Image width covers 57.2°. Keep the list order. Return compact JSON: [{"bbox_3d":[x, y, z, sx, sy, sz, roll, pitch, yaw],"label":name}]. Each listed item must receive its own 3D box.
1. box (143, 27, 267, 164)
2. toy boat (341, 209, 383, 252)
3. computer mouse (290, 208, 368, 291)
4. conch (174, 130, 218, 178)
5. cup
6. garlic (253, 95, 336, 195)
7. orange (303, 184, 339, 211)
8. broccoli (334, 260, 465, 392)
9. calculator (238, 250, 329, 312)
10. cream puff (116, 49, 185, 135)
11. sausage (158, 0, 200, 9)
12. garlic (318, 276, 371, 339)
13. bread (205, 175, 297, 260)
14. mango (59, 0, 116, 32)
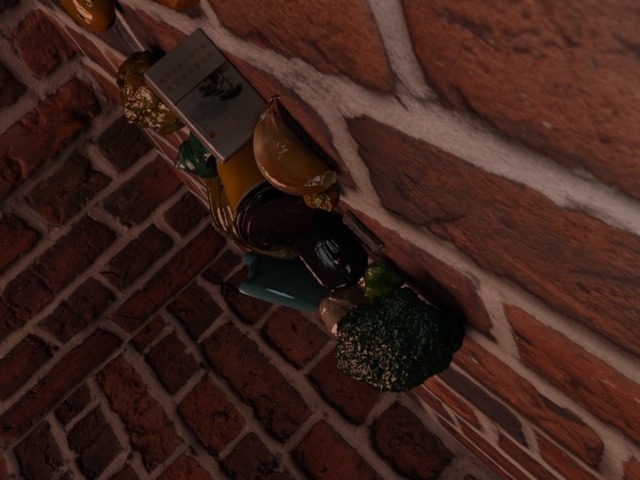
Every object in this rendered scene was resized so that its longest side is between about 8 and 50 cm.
[{"bbox_3d":[-0.224,-0.291,1.199,0.233,0.149,0.067,48,172,-7],"label":"box"},{"bbox_3d":[0.095,-0.019,1.333,0.115,0.016,0.063,45,169,7],"label":"toy boat"},{"bbox_3d":[0.000,0.000,1.419,0.269,0.137,0.086,49,176,17],"label":"computer mouse"},{"bbox_3d":[-0.312,-0.252,1.591,0.134,0.202,0.196,38,-157,0],"label":"conch"},{"bbox_3d":[-0.139,-0.120,1.372,0.279,0.196,0.196,58,179,39],"label":"cup"},{"bbox_3d":[-0.073,-0.169,1.174,0.206,0.115,0.128,51,175,-10],"label":"garlic"},{"bbox_3d":[-0.001,-0.098,1.258,0.086,0.086,0.062,45,132,7],"label":"orange"},{"bbox_3d":[0.169,0.194,1.303,0.297,0.298,0.297,57,-156,-44],"label":"broccoli"},{"bbox_3d":[-0.042,0.125,1.723,0.386,0.054,0.256,16,-156,-12],"label":"calculator"},{"bbox_3d":[-0.458,-0.407,1.636,0.244,0.196,0.244,39,-160,-17],"label":"cream puff"},{"bbox_3d":[-0.290,-0.474,0.945,0.238,0.098,0.098,47,169,-8],"label":"sausage"},{"bbox_3d":[0.108,0.153,1.535,0.218,0.219,0.212,40,138,30],"label":"garlic"},{"bbox_3d":[-0.220,-0.097,1.741,0.341,0.210,0.300,34,161,50],"label":"bread"},{"bbox_3d":[-0.642,-0.662,1.529,0.262,0.109,0.157,51,172,-14],"label":"mango"}]
